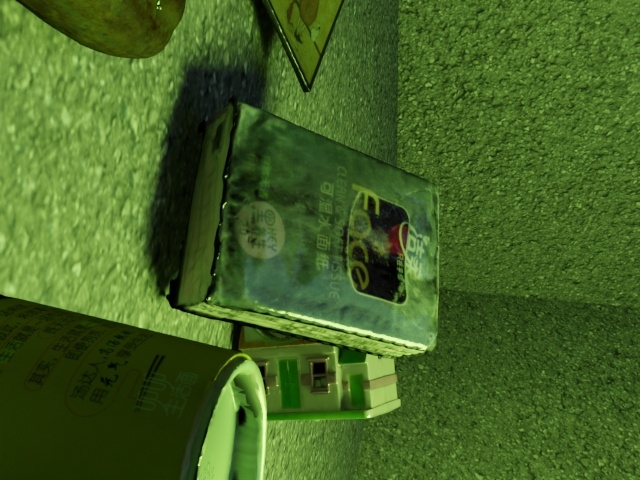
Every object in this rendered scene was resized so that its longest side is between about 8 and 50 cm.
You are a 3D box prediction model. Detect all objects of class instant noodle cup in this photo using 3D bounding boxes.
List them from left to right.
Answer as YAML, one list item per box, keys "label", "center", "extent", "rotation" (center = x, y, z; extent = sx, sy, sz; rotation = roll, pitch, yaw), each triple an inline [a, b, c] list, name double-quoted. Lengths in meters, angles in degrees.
- label: "instant noodle cup"
  center: [-0.162, 0.126, 0.422]
  extent: [0.215, 0.236, 0.216]
  rotation: [4, 90, -80]

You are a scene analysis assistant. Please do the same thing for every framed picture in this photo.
- label: "framed picture"
  center: [-0.033, -0.437, 1.148]
  extent: [0.339, 0.014, 0.255]
  rotation: [-74, 147, -44]

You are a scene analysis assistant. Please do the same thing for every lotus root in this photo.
- label: "lotus root"
  center: [-0.170, -0.214, 0.516]
  extent: [0.241, 0.123, 0.124]
  rotation: [31, 74, -74]

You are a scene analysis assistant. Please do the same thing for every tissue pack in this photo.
- label: "tissue pack"
  center: [0.000, 0.000, 0.924]
  extent: [0.361, 0.122, 0.259]
  rotation: [19, 68, -33]

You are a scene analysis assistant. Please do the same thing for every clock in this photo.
- label: "clock"
  center: [-0.021, 0.118, 1.104]
  extent: [0.166, 0.235, 0.310]
  rotation: [11, 72, -63]
